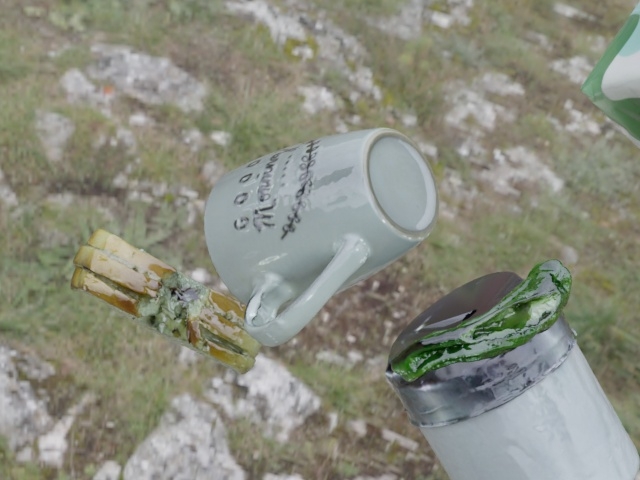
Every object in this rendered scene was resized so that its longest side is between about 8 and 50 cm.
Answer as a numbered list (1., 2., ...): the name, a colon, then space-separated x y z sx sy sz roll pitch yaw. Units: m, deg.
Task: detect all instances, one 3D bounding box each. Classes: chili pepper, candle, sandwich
1. chili pepper: 0.150 0.077 1.076 0.182 0.050 0.073 -26 20 -10
2. candle: 0.240 0.224 1.421 0.221 0.221 0.342 -38 100 -37
3. sandwich: -0.204 0.082 1.626 0.273 0.249 0.095 29 85 -9

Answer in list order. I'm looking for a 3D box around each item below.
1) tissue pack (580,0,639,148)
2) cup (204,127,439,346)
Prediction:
1. tissue pack: 0.528 -0.237 1.456 0.194 0.356 0.266 42 74 -21
2. cup: 0.000 0.000 1.382 0.186 0.234 0.258 39 50 -30
